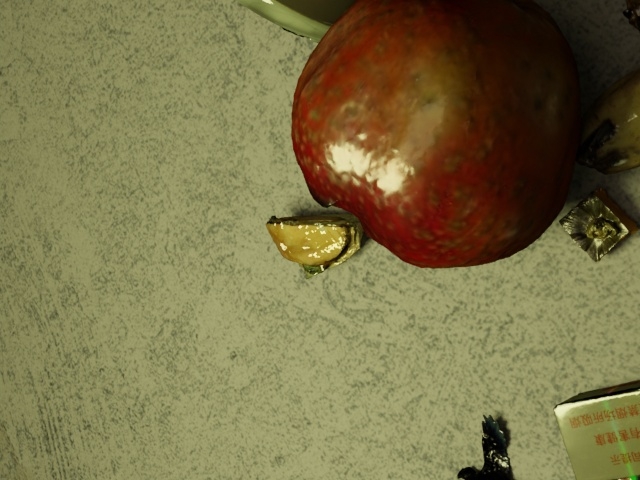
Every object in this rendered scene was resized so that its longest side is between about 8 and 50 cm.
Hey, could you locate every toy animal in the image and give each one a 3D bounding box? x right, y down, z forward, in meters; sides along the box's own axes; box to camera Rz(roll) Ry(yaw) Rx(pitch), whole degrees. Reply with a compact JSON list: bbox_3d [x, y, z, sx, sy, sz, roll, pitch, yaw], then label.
[{"bbox_3d":[0.259,0.371,1.588,0.108,0.062,0.220,22,112,53],"label":"toy animal"}]

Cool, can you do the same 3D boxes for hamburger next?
[{"bbox_3d":[-0.003,0.006,1.711,0.176,0.087,0.102,0,110,30],"label":"hamburger"}]

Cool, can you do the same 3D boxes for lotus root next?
[{"bbox_3d":[0.428,-0.169,1.326,0.110,0.097,0.258,40,136,-12],"label":"lotus root"}]

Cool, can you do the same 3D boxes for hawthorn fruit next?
[{"bbox_3d":[0.162,-0.180,1.361,0.403,0.403,0.402,7,102,37],"label":"hawthorn fruit"}]

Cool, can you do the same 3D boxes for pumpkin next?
[{"bbox_3d":[0.378,-0.020,1.427,0.083,0.054,0.074,50,128,15],"label":"pumpkin"}]

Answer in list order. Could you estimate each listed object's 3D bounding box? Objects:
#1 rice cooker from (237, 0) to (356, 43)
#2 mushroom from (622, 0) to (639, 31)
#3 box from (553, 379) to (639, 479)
[{"bbox_3d":[0.016,-0.481,1.473,0.335,0.335,0.325,45,121,23],"label":"rice cooker"},{"bbox_3d":[0.470,-0.371,1.221,0.254,0.267,0.267,-150,60,-68],"label":"mushroom"},{"bbox_3d":[0.458,0.343,1.405,0.198,0.084,0.310,-20,85,38],"label":"box"}]
